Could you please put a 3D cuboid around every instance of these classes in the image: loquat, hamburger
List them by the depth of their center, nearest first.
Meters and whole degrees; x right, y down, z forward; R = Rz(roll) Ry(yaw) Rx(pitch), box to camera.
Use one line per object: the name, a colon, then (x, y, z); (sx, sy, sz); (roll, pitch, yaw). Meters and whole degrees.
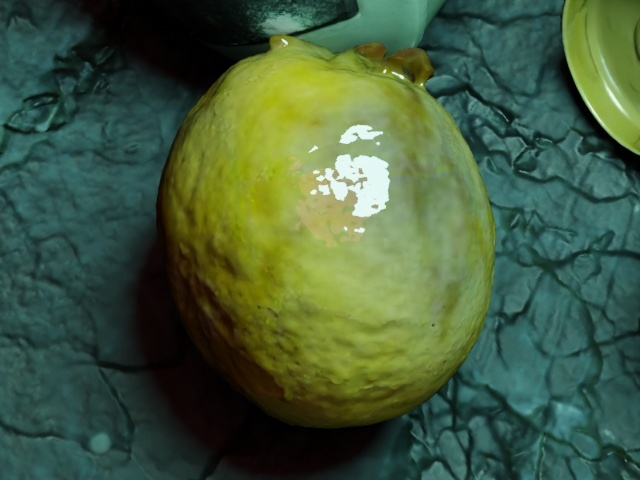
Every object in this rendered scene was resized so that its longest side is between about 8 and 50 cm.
loquat: (0.000, 0.000, 1.125); (0.193, 0.238, 0.238); (2, 67, -16)
hamburger: (0.255, -0.140, 1.248); (0.137, 0.175, 0.175); (-26, 71, -28)

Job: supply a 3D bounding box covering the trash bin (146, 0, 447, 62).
trash bin: (0.038, -0.306, 1.238); (0.280, 0.280, 0.432); (36, 66, 11)
